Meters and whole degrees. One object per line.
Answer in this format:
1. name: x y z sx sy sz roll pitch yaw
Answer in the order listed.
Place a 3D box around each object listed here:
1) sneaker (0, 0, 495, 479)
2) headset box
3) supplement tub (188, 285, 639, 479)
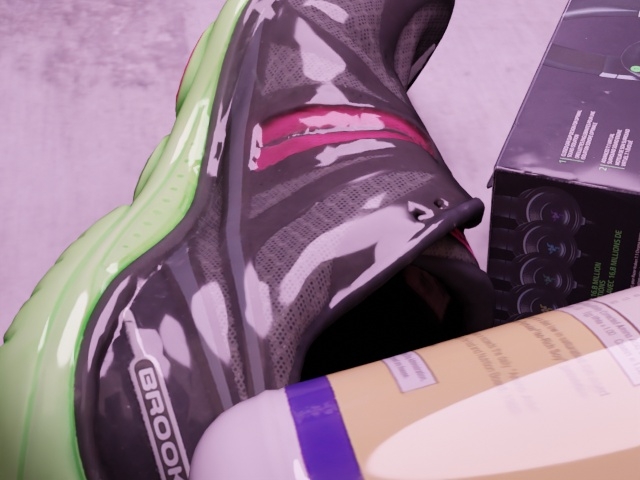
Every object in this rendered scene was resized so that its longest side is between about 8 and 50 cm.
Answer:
1. sneaker: 0.000 0.000 0.695 0.202 0.185 0.483 16 48 8
2. headset box: 0.240 -0.033 0.744 0.283 0.131 0.246 11 39 15
3. supplement tub: 0.145 0.124 0.407 0.331 0.241 0.241 -16 38 -3
